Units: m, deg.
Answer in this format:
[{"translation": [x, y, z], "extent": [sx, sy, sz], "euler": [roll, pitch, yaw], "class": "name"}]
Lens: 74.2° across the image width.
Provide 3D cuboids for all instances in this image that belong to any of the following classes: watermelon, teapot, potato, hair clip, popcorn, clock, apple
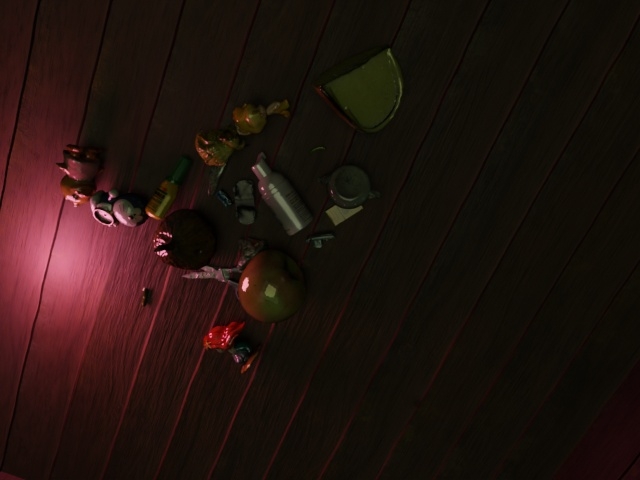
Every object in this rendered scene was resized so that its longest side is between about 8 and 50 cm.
[{"translation": [-0.342, 0.051, 1.971], "extent": [0.187, 0.071, 0.139], "euler": [-43, 84, 0], "class": "watermelon"}, {"translation": [0.123, -0.231, 1.837], "extent": [0.294, 0.129, 0.193], "euler": [17, 88, 2], "class": "teapot"}, {"translation": [0.163, -0.592, 1.724], "extent": [0.330, 0.213, 0.280], "euler": [-34, 117, -3], "class": "potato"}, {"translation": [-0.465, -0.305, 1.903], "extent": [0.066, 0.036, 0.229], "euler": [24, 106, 3], "class": "hair clip"}, {"translation": [-0.430, -0.415, 1.813], "extent": [0.195, 0.168, 0.173], "euler": [-32, 135, 7], "class": "popcorn"}, {"translation": [-0.900, -0.149, 1.911], "extent": [0.243, 0.146, 0.200], "euler": [10, 130, 3], "class": "clock"}, {"translation": [-0.221, 0.213, 1.900], "extent": [0.277, 0.319, 0.319], "euler": [-36, 101, 21], "class": "apple"}]

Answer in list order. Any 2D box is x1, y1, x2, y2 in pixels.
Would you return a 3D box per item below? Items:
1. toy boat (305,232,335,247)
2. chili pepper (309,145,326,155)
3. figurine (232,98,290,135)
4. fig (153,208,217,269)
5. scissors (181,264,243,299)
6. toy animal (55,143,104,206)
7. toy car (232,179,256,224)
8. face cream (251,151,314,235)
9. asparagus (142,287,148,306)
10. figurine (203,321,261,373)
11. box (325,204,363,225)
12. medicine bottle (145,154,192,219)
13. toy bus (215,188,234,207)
[{"translation": [0.000, 0.000, 1.952], "extent": [0.140, 0.059, 0.066], "euler": [-6, 88, 7], "class": "toy boat"}, {"translation": [-0.014, -0.398, 1.863], "extent": [0.083, 0.017, 0.030], "euler": [-14, 106, 6], "class": "chili pepper"}, {"translation": [-0.249, -0.528, 1.776], "extent": [0.246, 0.156, 0.131], "euler": [-22, 107, -4], "class": "figurine"}, {"translation": [-0.629, 0.018, 1.841], "extent": [0.286, 0.368, 0.286], "euler": [3, 103, 13], "class": "fig"}, {"translation": [-0.484, 0.156, 2.038], "extent": [0.383, 0.029, 0.256], "euler": [12, 103, 1], "class": "scissors"}, {"translation": [-1.073, -0.284, 1.881], "extent": [0.169, 0.195, 0.281], "euler": [20, 106, 39], "class": "toy animal"}, {"translation": [-0.341, -0.174, 1.923], "extent": [0.095, 0.056, 0.205], "euler": [-1, 109, 3], "class": "toy car"}, {"translation": [-0.188, -0.209, 1.861], "extent": [0.145, 0.145, 0.370], "euler": [-34, 101, 11], "class": "face cream"}, {"translation": [-0.872, 0.281, 2.098], "extent": [0.025, 0.021, 0.108], "euler": [13, 107, 4], "class": "asparagus"}, {"translation": [-0.427, 0.503, 2.072], "extent": [0.257, 0.181, 0.208], "euler": [37, 144, -6], "class": "figurine"}, {"translation": [0.108, -0.142, 1.927], "extent": [0.155, 0.023, 0.087], "euler": [-32, 99, 11], "class": "box"}, {"translation": [-0.668, -0.237, 1.881], "extent": [0.111, 0.076, 0.309], "euler": [29, 86, 25], "class": "medicine bottle"}, {"translation": [-0.436, -0.192, 1.932], "extent": [0.046, 0.038, 0.083], "euler": [-36, 100, 17], "class": "toy bus"}]
